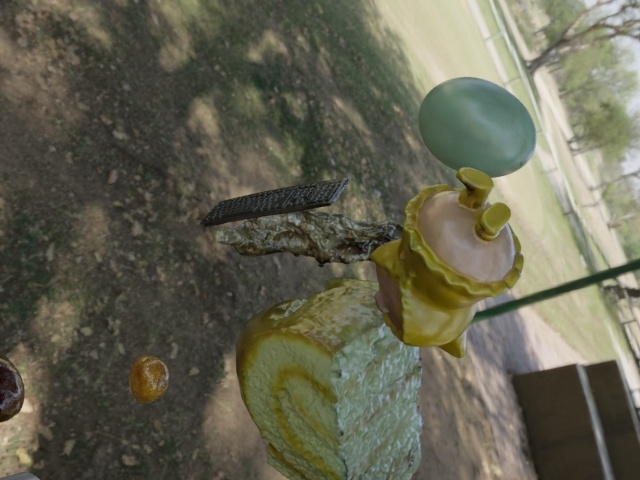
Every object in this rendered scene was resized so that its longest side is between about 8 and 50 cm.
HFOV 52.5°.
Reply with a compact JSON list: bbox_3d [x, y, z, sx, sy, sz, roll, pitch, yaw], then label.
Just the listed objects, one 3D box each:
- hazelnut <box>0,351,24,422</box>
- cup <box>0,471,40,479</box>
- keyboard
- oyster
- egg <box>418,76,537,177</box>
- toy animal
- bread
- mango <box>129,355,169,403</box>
[{"bbox_3d":[-0.823,0.359,1.547,0.217,0.252,0.217,-5,90,-67],"label":"hazelnut"},{"bbox_3d":[-0.839,0.715,1.536,0.372,0.253,0.253,6,68,-56],"label":"cup"},{"bbox_3d":[-0.077,-0.063,1.048,0.017,0.251,0.087,67,32,-25],"label":"keyboard"},{"bbox_3d":[-0.017,0.001,1.339,0.204,0.396,0.110,157,-64,-80],"label":"oyster"},{"bbox_3d":[0.281,-0.203,1.171,0.231,0.168,0.168,37,4,33],"label":"egg"},{"bbox_3d":[0.136,0.024,0.706,0.229,0.156,0.156,110,-17,-54],"label":"toy animal"},{"bbox_3d":[0.010,0.264,1.103,0.239,0.264,0.395,-34,127,-46],"label":"bread"},{"bbox_3d":[-0.445,0.356,1.670,0.089,0.165,0.115,-11,77,-33],"label":"mango"}]
